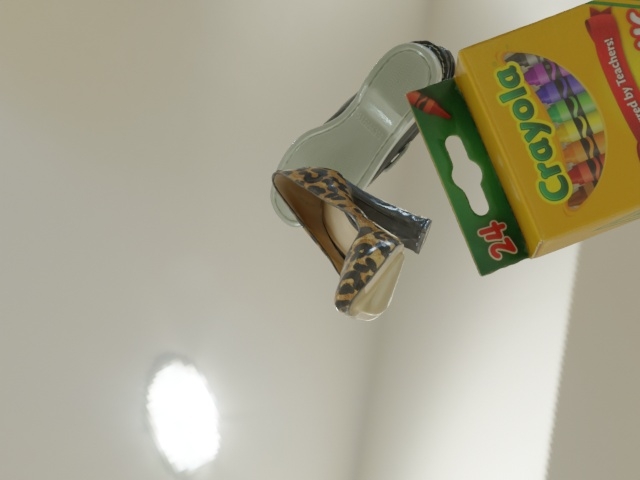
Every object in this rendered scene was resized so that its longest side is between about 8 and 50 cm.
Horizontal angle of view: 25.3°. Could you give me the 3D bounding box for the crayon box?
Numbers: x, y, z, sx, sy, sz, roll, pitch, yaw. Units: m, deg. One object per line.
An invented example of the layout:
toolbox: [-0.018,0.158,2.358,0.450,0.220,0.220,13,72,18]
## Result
crayon box: [0.262,-0.115,1.332,0.081,0.318,0.202,86,162,-77]

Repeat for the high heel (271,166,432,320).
high heel: [0.000,0.000,1.504,0.186,0.093,0.261,22,-155,10]

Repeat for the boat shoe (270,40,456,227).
boat shoe: [0.058,-0.129,1.800,0.114,0.302,0.091,54,-153,10]
